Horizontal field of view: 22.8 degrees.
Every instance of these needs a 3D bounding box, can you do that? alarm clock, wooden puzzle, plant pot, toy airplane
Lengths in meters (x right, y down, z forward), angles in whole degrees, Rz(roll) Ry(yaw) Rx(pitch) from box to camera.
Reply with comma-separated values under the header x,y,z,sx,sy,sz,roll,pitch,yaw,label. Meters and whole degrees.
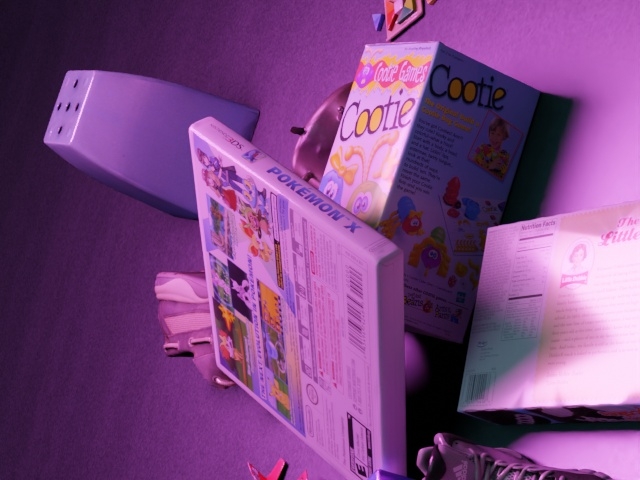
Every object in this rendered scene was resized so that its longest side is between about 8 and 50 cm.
x,y,z,sx,sy,sz,roll,pitch,yaw,label
0.031,-0.117,1.781,0.064,0.192,0.129,38,112,18,alarm clock
0.099,-0.284,1.910,0.116,0.014,0.079,-41,40,40,wooden puzzle
-0.240,-0.141,2.156,0.165,0.234,0.166,10,81,59,plant pot
-0.054,0.305,1.786,0.151,0.028,0.151,-36,43,42,toy airplane

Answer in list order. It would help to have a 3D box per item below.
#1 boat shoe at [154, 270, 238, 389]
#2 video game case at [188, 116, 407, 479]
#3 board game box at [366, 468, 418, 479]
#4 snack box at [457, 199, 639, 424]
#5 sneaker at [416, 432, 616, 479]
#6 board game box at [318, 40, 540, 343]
x,y,z,sx,sy,sz,roll,pitch,yaw,label
-0.084,0.109,1.884,0.355,0.132,0.130,7,97,61,boat shoe
-0.021,0.074,1.596,0.300,0.036,0.329,36,143,39,video game case
0.048,0.427,1.494,0.233,0.078,0.347,-49,36,32,board game box
0.254,0.064,1.398,0.322,0.060,0.187,-11,63,56,snack box
0.160,0.221,1.383,0.228,0.132,0.086,6,77,60,sneaker
0.095,-0.051,1.644,0.142,0.144,0.275,10,80,59,board game box
